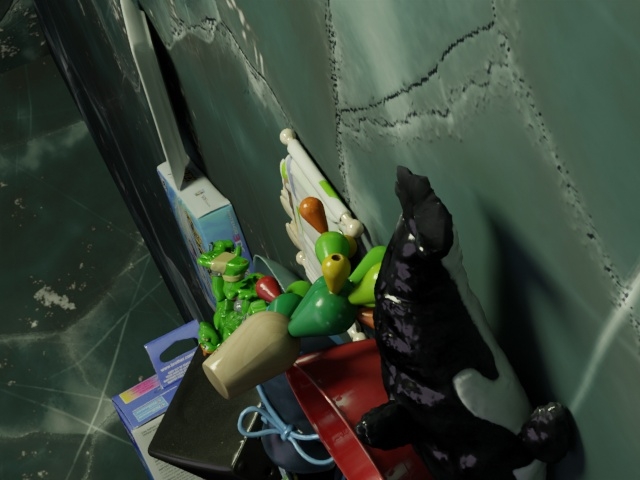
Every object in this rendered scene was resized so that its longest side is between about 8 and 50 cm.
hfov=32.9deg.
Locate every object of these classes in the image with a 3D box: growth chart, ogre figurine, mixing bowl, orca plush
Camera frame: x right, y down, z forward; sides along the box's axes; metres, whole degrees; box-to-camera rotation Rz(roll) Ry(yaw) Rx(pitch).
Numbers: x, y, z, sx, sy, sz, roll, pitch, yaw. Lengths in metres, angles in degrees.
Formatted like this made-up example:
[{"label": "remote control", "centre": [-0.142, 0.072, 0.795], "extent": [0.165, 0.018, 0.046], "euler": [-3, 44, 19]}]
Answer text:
[{"label": "growth chart", "centre": [0.000, 0.000, 1.060], "extent": [0.172, 0.021, 0.237], "euler": [58, 166, 33]}, {"label": "ogre figurine", "centre": [-0.097, 0.087, 1.312], "extent": [0.197, 0.096, 0.118], "euler": [29, 126, 45]}, {"label": "mixing bowl", "centre": [0.059, 0.149, 0.895], "extent": [0.181, 0.098, 0.181], "euler": [54, 166, 19]}, {"label": "orca plush", "centre": [0.073, 0.100, 0.693], "extent": [0.151, 0.102, 0.287], "euler": [39, 156, 34]}]

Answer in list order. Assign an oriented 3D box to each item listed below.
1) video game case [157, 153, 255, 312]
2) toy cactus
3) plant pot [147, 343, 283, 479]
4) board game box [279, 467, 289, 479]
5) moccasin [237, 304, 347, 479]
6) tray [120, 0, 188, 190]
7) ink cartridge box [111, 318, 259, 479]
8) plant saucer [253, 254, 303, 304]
[{"label": "video game case", "centre": [-0.158, 0.027, 1.686], "extent": [0.244, 0.061, 0.270], "euler": [42, 154, 59]}, {"label": "toy cactus", "centre": [-0.012, 0.049, 0.831], "extent": [0.112, 0.180, 0.219], "euler": [61, 158, -16]}, {"label": "plant pot", "centre": [-0.106, 0.282, 1.607], "extent": [0.187, 0.188, 0.167], "euler": [35, 165, -37]}, {"label": "board game box", "centre": [-0.016, 0.348, 1.487], "extent": [0.194, 0.060, 0.194], "euler": [-55, -50, -60]}, {"label": "moccasin", "centre": [-0.002, 0.211, 1.192], "extent": [0.137, 0.117, 0.342], "euler": [15, 145, 34]}, {"label": "tray", "centre": [-0.234, -0.214, 1.560], "extent": [0.270, 0.030, 0.145], "euler": [79, 173, -46]}, {"label": "ink cartridge box", "centre": [-0.164, 0.329, 1.802], "extent": [0.151, 0.270, 0.396], "euler": [31, 144, 60]}, {"label": "plant saucer", "centre": [-0.023, 0.099, 1.312], "extent": [0.195, 0.037, 0.195], "euler": [59, 167, 23]}]
